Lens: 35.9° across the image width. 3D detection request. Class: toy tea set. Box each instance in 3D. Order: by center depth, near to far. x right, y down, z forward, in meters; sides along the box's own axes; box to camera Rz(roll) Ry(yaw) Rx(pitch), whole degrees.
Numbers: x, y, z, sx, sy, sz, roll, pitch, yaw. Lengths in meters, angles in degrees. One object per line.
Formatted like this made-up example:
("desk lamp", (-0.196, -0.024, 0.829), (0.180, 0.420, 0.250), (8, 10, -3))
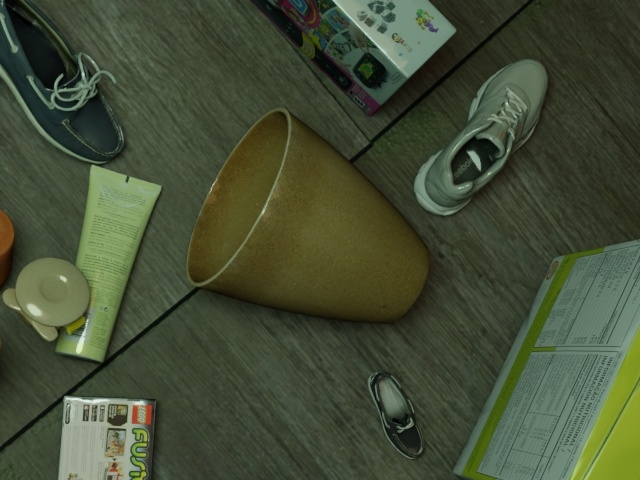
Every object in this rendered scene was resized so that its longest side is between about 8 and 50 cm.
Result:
("toy tea set", (-0.433, 0.100, 1.111), (0.200, 0.124, 0.336), (49, 52, 3))

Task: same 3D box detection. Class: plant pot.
("plant pot", (0.000, 0.000, 1.226), (0.254, 0.237, 0.237), (28, 78, -23))

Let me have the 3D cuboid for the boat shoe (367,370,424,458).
("boat shoe", (0.102, 0.228, 1.294), (0.046, 0.038, 0.125), (-23, 88, -14))

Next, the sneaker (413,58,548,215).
("sneaker", (0.237, -0.144, 1.329), (0.099, 0.121, 0.262), (38, 77, -6))

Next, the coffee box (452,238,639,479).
("coffee box", (0.423, 0.230, 1.210), (0.337, 0.334, 0.338), (30, 78, -7))

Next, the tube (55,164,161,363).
("tube", (-0.269, 0.031, 1.234), (0.062, 0.070, 0.240), (4, 75, 29))

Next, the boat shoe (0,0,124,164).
("boat shoe", (-0.315, -0.195, 1.190), (0.255, 0.079, 0.095), (57, 46, -29))

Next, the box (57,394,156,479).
("box", (-0.264, 0.296, 1.207), (0.114, 0.036, 0.207), (5, 82, -12))

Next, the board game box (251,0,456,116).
("board game box", (0.007, -0.314, 1.250), (0.303, 0.224, 0.097), (45, 79, -3))
